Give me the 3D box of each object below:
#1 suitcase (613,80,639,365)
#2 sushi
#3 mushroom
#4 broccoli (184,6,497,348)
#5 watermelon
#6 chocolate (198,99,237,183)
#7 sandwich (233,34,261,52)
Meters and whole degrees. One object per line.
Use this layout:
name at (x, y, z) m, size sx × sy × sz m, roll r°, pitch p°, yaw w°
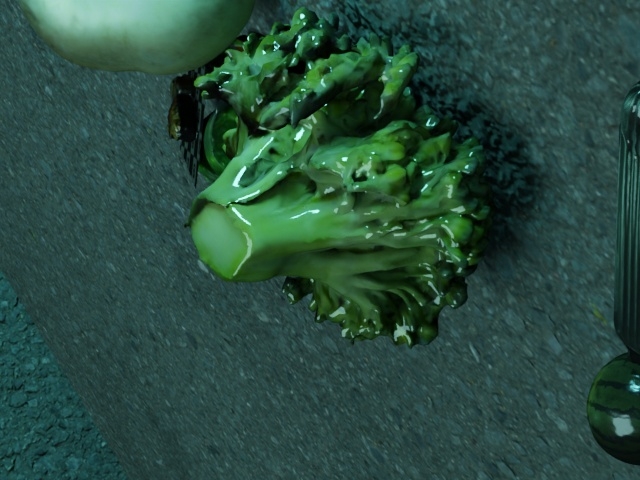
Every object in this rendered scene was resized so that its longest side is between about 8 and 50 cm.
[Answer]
suitcase at (0.317, 0.012, 1.109) m, size 0.202 × 0.128 × 0.312 m, roll 38°, pitch 151°, yaw 36°
sushi at (-0.163, -0.151, 1.798) m, size 0.201 × 0.031 × 0.139 m, roll -122°, pitch 38°, yaw -70°
mushroom at (-0.191, -0.295, 1.611) m, size 0.260 × 0.254 × 0.234 m, roll 57°, pitch -164°, yaw -7°
broccoli at (0.027, -0.059, 1.496) m, size 0.324 × 0.272 × 0.334 m, roll -42°, pitch 72°, yaw 28°
watermelon at (0.300, 0.152, 1.369) m, size 0.133 × 0.105 × 0.105 m, roll 7°, pitch 128°, yaw 54°
chocolate at (-0.105, -0.112, 1.817) m, size 0.110 × 0.110 × 0.291 m, roll 58°, pitch 168°, yaw -7°
sandwich at (-0.061, -0.195, 1.718) m, size 0.101 × 0.026 × 0.069 m, roll 39°, pitch 156°, yaw 42°
